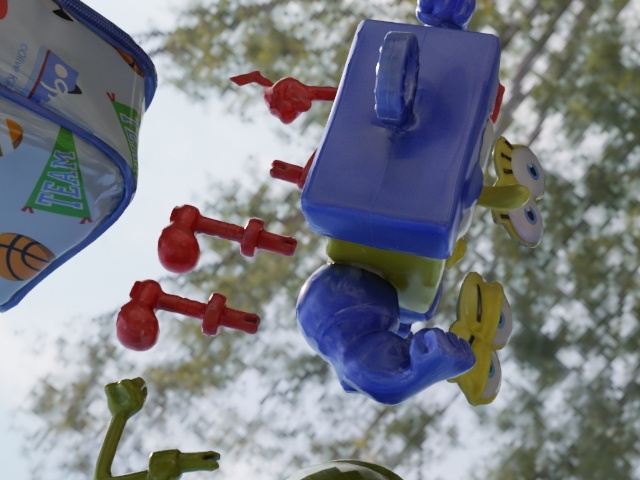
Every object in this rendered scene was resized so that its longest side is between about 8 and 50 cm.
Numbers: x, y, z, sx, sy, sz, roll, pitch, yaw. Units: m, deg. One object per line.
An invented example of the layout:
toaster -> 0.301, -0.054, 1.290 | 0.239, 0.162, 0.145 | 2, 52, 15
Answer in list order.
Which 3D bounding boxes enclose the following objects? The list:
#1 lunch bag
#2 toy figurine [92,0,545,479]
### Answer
lunch bag -> -0.246, -0.058, 0.834 | 0.243, 0.303, 0.115 | 31, -136, -29
toy figurine -> 0.000, 0.000, 0.701 | 0.191, 0.217, 0.362 | 16, -123, 7
